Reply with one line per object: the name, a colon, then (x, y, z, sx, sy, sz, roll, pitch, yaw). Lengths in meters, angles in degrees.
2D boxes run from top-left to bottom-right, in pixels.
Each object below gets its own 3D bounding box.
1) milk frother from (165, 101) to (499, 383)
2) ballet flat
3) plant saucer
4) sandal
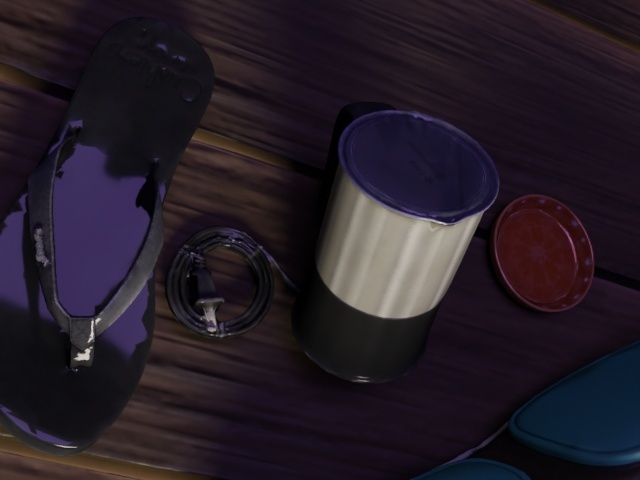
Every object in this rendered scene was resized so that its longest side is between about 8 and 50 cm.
milk frother: (0.000, 0.000, 0.503, 0.143, 0.135, 0.129, -18, 53, -30)
ballet flat: (0.138, 0.168, 0.539, 0.400, 0.139, 0.139, -22, 85, -24)
plant saucer: (0.152, 0.010, 0.640, 0.083, 0.013, 0.083, 7, 72, -24)
sandal: (-0.121, -0.015, 0.498, 0.097, 0.054, 0.254, 18, 69, -19)
